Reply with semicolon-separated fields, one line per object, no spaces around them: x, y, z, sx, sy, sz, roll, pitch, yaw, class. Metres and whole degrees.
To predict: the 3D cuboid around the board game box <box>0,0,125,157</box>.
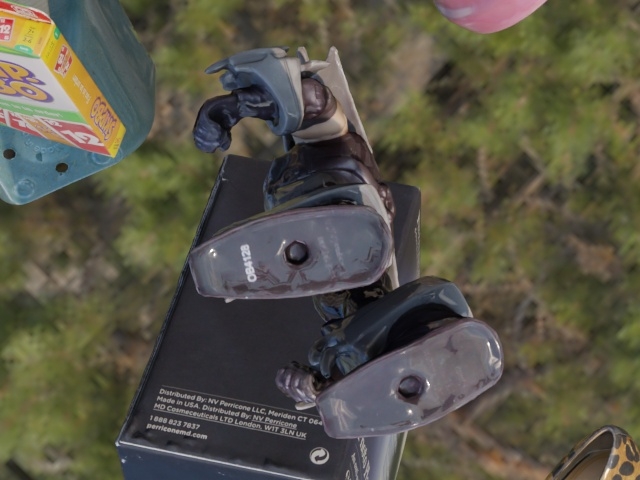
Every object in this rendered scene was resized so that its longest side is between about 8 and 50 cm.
-0.234;-0.129;1.291;0.124;0.039;0.259;17;165;10;board game box

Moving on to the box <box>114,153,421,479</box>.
-0.026;0.138;1.436;0.183;0.294;0.296;9;143;10;box

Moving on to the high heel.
0.171;0.266;1.483;0.093;0.261;0.186;39;146;35;high heel

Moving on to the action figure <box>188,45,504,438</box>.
0.000;0.000;0.798;0.285;0.099;0.185;-111;-5;-78;action figure

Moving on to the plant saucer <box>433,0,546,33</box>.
0.143;-0.312;1.203;0.084;0.332;0.332;20;165;-18;plant saucer

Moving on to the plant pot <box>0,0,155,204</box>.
-0.343;-0.185;2.079;0.252;0.248;0.247;-108;-6;-52;plant pot

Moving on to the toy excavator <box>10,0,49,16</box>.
-0.457;-0.241;1.684;0.433;0.222;0.445;46;149;13;toy excavator
